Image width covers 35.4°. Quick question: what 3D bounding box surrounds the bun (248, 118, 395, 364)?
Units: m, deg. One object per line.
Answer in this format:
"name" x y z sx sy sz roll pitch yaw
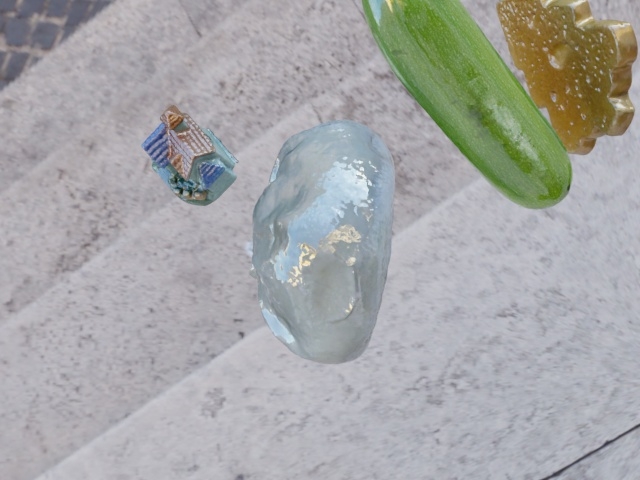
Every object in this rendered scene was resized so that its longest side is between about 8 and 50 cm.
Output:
"bun" 0.000 -0.001 1.404 0.194 0.354 0.355 5 84 1

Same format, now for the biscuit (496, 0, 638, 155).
"biscuit" 0.299 -0.222 1.226 0.041 0.212 0.239 -24 61 -19

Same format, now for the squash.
"squash" 0.142 -0.169 1.037 0.101 0.101 0.379 -35 114 13

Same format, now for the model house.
"model house" -0.225 -0.145 1.611 0.119 0.149 0.148 -41 62 0
